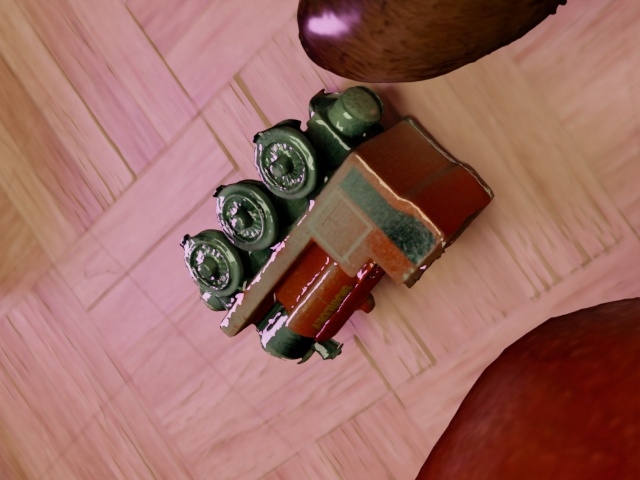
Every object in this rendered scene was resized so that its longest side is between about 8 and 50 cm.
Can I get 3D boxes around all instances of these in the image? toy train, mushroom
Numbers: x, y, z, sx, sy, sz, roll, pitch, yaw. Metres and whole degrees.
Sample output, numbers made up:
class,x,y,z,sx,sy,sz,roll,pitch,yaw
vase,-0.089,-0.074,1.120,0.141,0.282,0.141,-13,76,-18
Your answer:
class,x,y,z,sx,sy,sz,roll,pitch,yaw
toy train,0.000,0.000,0.805,0.118,0.074,0.176,45,130,9
mushroom,0.057,-0.175,0.606,0.138,0.194,0.231,21,139,7

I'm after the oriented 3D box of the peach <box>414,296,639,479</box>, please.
class,x,y,z,sx,sy,sz,roll,pitch,yaw
peach,0.174,0.198,0.551,0.388,0.388,0.388,18,121,33
